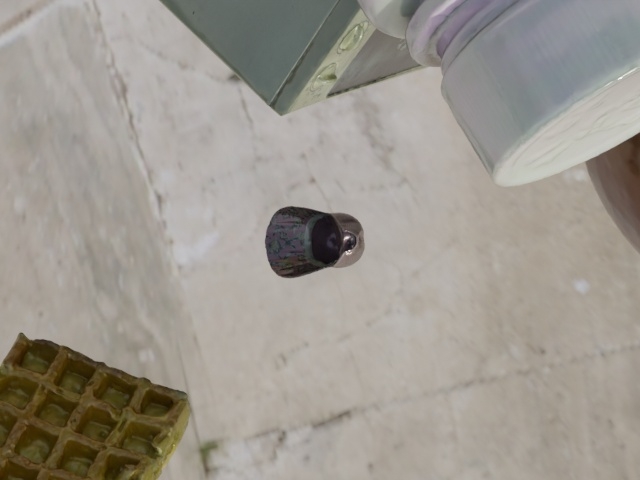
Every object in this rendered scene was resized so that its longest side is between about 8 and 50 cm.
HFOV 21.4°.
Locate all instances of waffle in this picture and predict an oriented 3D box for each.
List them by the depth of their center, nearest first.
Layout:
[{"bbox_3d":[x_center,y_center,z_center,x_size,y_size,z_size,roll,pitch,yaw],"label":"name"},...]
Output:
[{"bbox_3d":[-0.210,0.187,1.340,0.160,0.211,0.055,19,138,3],"label":"waffle"}]

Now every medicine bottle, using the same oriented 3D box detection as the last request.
[{"bbox_3d":[0.074,-0.185,0.793,0.170,0.170,0.293,-27,77,-1],"label":"medicine bottle"}]

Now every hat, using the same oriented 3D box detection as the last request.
[{"bbox_3d":[-0.002,0.001,1.363,0.087,0.042,0.058,-10,80,33],"label":"hat"}]

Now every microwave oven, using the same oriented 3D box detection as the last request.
[{"bbox_3d":[0.007,-0.218,1.275,0.194,0.240,0.145,47,122,12],"label":"microwave oven"}]

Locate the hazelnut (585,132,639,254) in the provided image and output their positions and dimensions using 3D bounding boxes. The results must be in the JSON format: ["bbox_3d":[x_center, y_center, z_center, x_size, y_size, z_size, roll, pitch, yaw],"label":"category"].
[{"bbox_3d":[0.387,-0.113,1.373,0.366,0.366,0.366,-2,103,-8],"label":"hazelnut"}]
